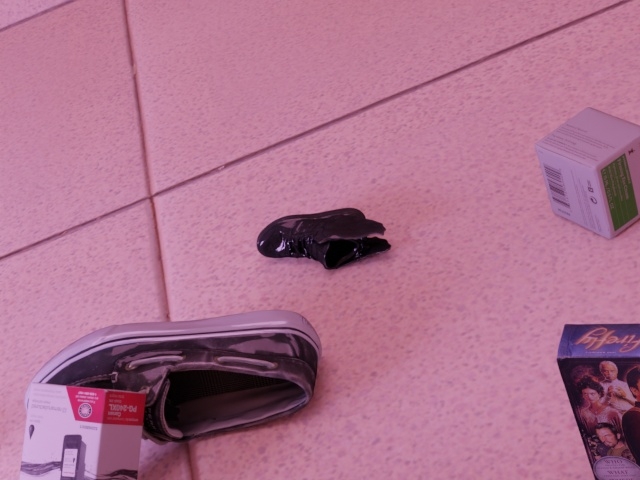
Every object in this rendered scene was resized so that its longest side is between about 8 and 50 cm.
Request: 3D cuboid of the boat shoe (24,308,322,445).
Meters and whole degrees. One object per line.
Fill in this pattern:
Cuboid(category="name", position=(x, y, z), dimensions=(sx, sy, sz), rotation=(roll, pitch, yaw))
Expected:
Cuboid(category="boat shoe", position=(-0.164, 0.155, 1.325), dimensions=(0.335, 0.121, 0.119), rotation=(-16, 28, 8))

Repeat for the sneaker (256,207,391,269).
Cuboid(category="sneaker", position=(0.001, 0.002, 1.515), dimensions=(0.170, 0.051, 0.089), rotation=(-14, 28, 9))

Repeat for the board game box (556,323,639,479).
Cuboid(category="board game box", position=(0.327, 0.139, 0.998), dimensions=(0.243, 0.165, 0.042), rotation=(-3, 37, 30))

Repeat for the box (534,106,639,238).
Cuboid(category="box", position=(0.311, -0.076, 1.386), dimensions=(0.087, 0.101, 0.102), rotation=(-34, 35, -18))

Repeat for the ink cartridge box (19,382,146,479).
Cuboid(category="ink cartridge box", position=(-0.242, 0.223, 1.251), dimensions=(0.109, 0.063, 0.151), rotation=(0, 81, 33))
